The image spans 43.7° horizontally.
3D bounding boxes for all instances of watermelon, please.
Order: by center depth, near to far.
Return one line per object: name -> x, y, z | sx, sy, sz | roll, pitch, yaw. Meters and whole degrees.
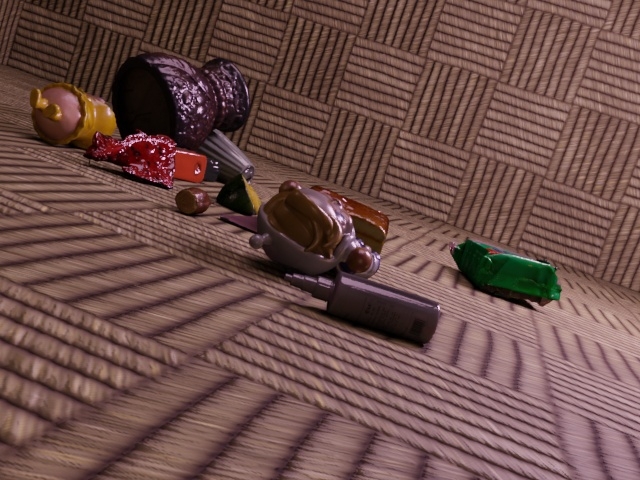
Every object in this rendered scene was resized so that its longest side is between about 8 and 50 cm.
watermelon -> -0.178, -0.087, 1.702 | 0.092, 0.075, 0.181 | 62, 3, -10

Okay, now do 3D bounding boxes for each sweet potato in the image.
sweet potato -> -0.215, -0.069, 1.418 | 0.049, 0.049, 0.117 | 21, 8, 16

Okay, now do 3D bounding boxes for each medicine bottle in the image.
medicine bottle -> 0.049, 0.075, 1.005 | 0.199, 0.057, 0.057 | 17, 8, -6

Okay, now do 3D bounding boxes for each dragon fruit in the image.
dragon fruit -> -0.387, -0.151, 1.601 | 0.192, 0.122, 0.092 | 7, -26, -44

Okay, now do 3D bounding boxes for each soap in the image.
soap -> 0.414, 0.068, 1.823 | 0.218, 0.098, 0.273 | 13, 5, -1

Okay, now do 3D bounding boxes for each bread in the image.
bread -> 0.040, -0.034, 1.561 | 0.184, 0.110, 0.234 | 21, 7, 1

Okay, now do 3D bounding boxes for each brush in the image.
brush -> -0.354, -0.180, 1.808 | 0.323, 0.070, 0.051 | 7, 12, -46

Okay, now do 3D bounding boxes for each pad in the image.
pad -> -0.110, -0.025, 1.524 | 0.113, 0.006, 0.188 | 23, 8, 17

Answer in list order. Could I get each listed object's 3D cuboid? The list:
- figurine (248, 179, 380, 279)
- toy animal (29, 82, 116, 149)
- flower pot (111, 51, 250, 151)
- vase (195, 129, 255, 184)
figurine -> -0.005, -0.006, 1.226 | 0.194, 0.133, 0.274 | 44, 6, 8
toy animal -> -0.535, -0.262, 1.722 | 0.156, 0.156, 0.230 | 22, -2, 18
flower pot -> -0.332, -0.337, 1.972 | 0.267, 0.266, 0.267 | 25, 32, 37
vase -> -0.278, -0.225, 2.124 | 0.248, 0.128, 0.128 | 33, 13, 28
